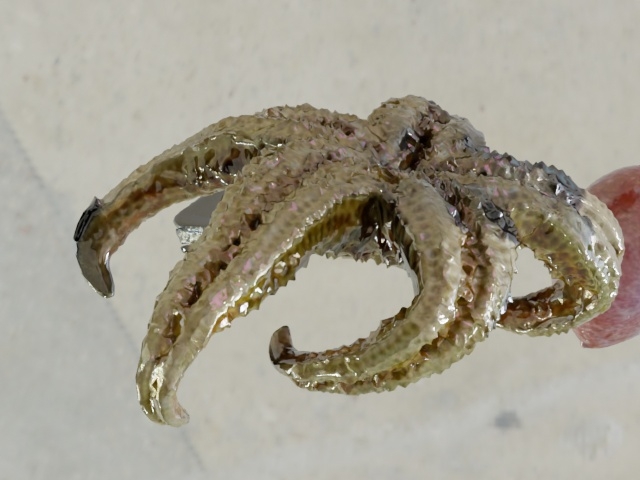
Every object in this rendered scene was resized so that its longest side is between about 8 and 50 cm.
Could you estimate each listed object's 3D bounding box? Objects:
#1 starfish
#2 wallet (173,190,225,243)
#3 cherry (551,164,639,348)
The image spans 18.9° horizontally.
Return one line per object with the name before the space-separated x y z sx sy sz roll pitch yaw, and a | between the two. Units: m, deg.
starfish | -0.001 0.001 0.592 0.146 0.190 0.074 26 117 32
wallet | -0.013 -0.020 1.145 0.156 0.082 0.018 1 117 40
cherry | 0.216 -0.032 1.162 0.107 0.090 0.225 24 102 -49
